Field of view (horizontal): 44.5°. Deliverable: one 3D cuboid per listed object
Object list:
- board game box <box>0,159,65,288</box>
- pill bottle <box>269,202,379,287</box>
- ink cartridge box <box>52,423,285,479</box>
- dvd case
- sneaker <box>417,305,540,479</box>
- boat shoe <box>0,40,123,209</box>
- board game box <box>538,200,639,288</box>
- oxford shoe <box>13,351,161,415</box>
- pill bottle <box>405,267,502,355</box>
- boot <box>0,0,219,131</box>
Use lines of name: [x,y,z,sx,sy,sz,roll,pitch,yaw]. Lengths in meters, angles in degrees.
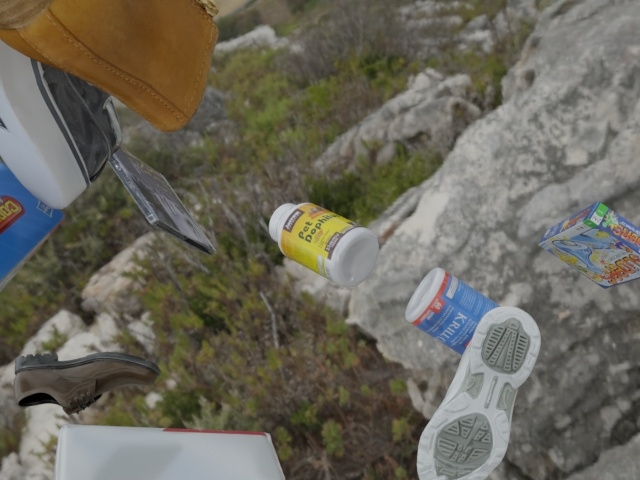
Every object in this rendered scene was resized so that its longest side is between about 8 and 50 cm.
board game box: [-0.369,0.104,0.609,0.302,0.086,0.308,-44,14,17]
pill bottle: [0.000,0.000,1.487,0.117,0.117,0.215,-42,44,-23]
ink cartridge box: [-0.216,0.449,1.009,0.279,0.385,0.160,6,17,-19]
dvd case: [-0.235,-0.062,1.139,0.018,0.221,0.165,-38,72,2]
sneaker: [0.186,0.188,0.913,0.090,0.115,0.232,28,90,10]
boat shoe: [-0.208,-0.148,0.555,0.108,0.301,0.102,28,61,24]
board game box: [0.438,0.012,1.217,0.136,0.201,0.035,34,78,3]
oxford shoe: [-0.364,0.229,1.224,0.227,0.083,0.096,-5,58,-1]
pill bottle: [0.287,0.159,1.523,0.124,0.221,0.124,-58,4,6]
boot: [-0.136,-0.218,0.419,0.104,0.211,0.295,-12,70,20]
